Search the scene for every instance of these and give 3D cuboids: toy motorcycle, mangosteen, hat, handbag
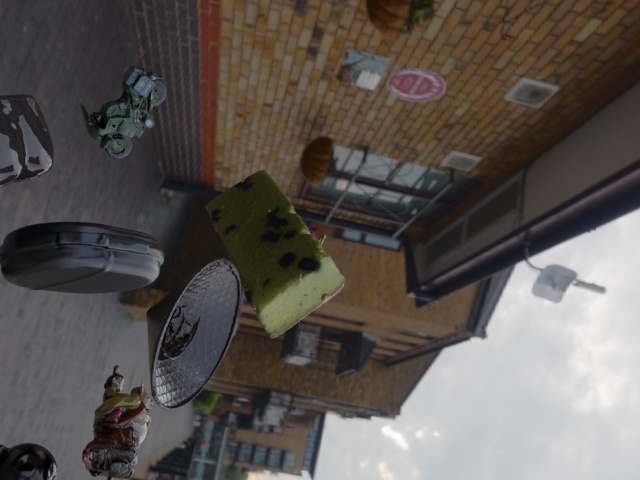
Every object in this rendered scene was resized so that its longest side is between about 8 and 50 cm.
[{"bbox_3d":[-0.562,-0.374,1.731,0.275,0.187,0.125,-53,-140,6],"label":"toy motorcycle"},{"bbox_3d":[-0.549,0.426,1.092,0.137,0.151,0.137,-164,-90,-82],"label":"mangosteen"},{"bbox_3d":[-0.177,0.102,0.754,0.193,0.082,0.193,18,90,-72],"label":"hat"},{"bbox_3d":[-0.447,0.039,1.179,0.308,0.253,0.093,14,67,-56],"label":"handbag"}]

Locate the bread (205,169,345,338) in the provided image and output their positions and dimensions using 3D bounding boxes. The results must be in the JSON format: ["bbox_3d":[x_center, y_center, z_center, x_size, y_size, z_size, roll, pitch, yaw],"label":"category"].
[{"bbox_3d":[-0.085,0.003,0.994,0.077,0.138,0.361,62,-5,-34],"label":"bread"}]

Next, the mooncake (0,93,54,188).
[{"bbox_3d":[-0.604,-0.144,1.013,0.306,0.305,0.154,-112,-175,-78],"label":"mooncake"}]

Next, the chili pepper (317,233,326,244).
[{"bbox_3d":[0.001,0.001,1.748,0.030,0.017,0.083,-60,177,30],"label":"chili pepper"}]

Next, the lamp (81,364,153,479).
[{"bbox_3d":[-0.398,0.356,1.237,0.253,0.118,0.119,-99,-158,-63],"label":"lamp"}]
